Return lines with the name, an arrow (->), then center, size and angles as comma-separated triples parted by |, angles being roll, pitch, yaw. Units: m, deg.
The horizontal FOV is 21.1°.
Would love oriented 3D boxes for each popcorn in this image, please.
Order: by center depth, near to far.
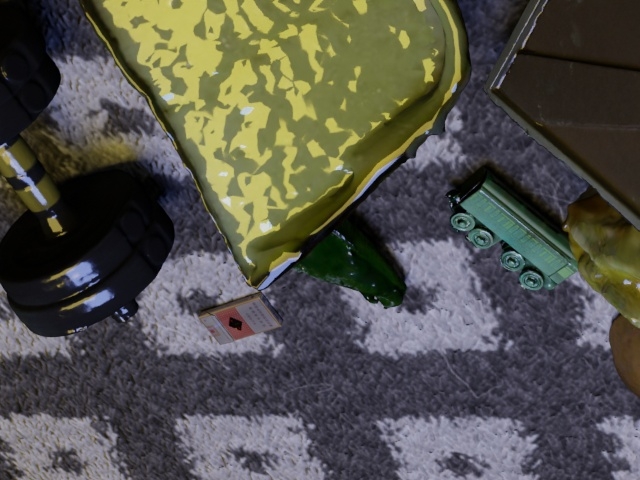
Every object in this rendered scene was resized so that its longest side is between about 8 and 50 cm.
popcorn -> 0.318, -0.009, 1.526 | 0.185, 0.167, 0.187 | -41, 65, 51

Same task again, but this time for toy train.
toy train -> 0.185, -0.009, 1.667 | 0.148, 0.038, 0.071 | 37, 128, -15

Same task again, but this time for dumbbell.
dumbbell -> -0.287, -0.065, 1.672 | 0.185, 0.185, 0.388 | -14, 126, 28

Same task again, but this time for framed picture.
framed picture -> 0.287, -0.118, 1.398 | 0.315, 0.024, 0.232 | 45, 126, 25

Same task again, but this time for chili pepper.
chili pepper -> -0.001, 0.002, 1.724 | 0.216, 0.062, 0.108 | 40, 137, -18

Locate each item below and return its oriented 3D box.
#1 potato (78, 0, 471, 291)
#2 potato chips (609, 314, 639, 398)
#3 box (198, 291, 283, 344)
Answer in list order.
potato -> -0.016, -0.181, 1.496 | 0.280, 0.213, 0.330 | -27, 110, 14
potato chips -> 0.389, 0.130, 1.708 | 0.208, 0.062, 0.195 | 27, 135, -10
box -> -0.087, 0.085, 1.856 | 0.083, 0.012, 0.046 | -19, 123, 29
